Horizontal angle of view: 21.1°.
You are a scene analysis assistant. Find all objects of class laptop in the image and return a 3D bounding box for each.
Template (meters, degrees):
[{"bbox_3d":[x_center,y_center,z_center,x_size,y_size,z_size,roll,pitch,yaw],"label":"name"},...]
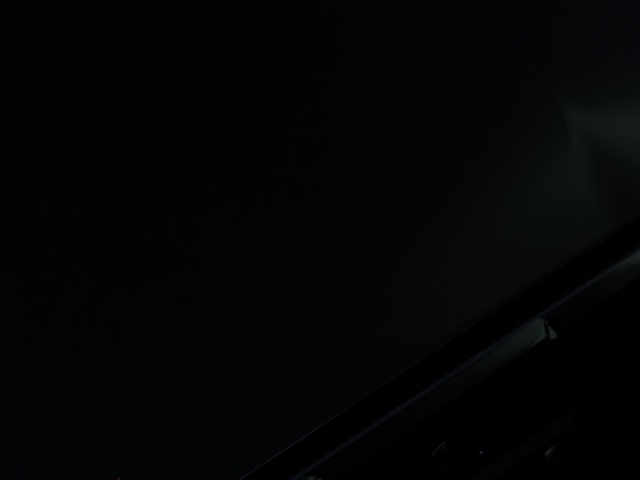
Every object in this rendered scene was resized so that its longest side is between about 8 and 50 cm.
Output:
[{"bbox_3d":[0.000,0.000,0.381,0.234,0.136,0.264,-32,147,-10],"label":"laptop"}]

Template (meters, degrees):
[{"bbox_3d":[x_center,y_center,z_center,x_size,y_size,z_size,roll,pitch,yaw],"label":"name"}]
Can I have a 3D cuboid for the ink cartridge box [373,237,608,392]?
[{"bbox_3d":[0.110,-0.035,0.575,0.223,0.129,0.307,-36,118,-53],"label":"ink cartridge box"}]
